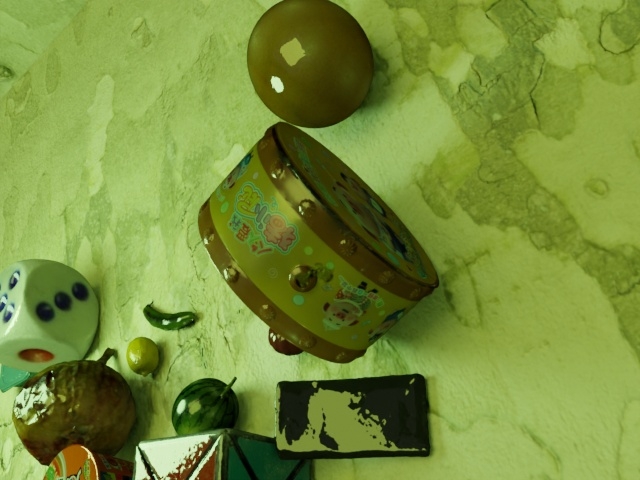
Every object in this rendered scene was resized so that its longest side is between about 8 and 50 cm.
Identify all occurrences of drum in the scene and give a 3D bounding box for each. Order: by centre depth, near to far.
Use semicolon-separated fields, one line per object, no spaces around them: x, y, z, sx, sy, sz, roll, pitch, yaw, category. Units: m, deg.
0.000;0.000;1.207;0.214;0.431;0.431;-45;47;15;drum

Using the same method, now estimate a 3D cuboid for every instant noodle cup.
-0.499;0.604;1.501;0.250;0.192;0.251;-19;57;33;instant noodle cup
-0.933;0.379;2.079;0.157;0.070;0.179;-29;53;27;instant noodle cup

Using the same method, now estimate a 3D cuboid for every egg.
-0.027;-0.411;1.517;0.282;0.282;0.351;-43;44;17;egg

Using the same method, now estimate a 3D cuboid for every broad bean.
-0.403;0.199;1.723;0.226;0.039;0.069;9;70;44;broad bean

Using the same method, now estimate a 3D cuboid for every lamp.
-0.061;0.195;1.389;0.101;0.090;0.101;-6;37;5;lamp

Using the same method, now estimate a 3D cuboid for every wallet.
0.054;0.321;1.200;0.285;0.030;0.146;-6;67;13;wallet

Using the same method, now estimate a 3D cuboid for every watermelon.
-0.234;0.359;1.429;0.187;0.140;0.141;-44;47;12;watermelon

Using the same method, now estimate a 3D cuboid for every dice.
-0.812;0.221;1.917;0.243;0.259;0.251;-27;53;27;dice

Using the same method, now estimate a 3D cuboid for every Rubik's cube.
-0.182;0.502;1.232;0.254;0.260;0.259;-17;62;33;Rubik's cube

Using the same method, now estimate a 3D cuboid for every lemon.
-0.454;0.298;1.690;0.082;0.082;0.111;-40;47;20;lemon

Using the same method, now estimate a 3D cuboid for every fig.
-0.601;0.397;1.693;0.286;0.286;0.369;-45;17;15;fig
